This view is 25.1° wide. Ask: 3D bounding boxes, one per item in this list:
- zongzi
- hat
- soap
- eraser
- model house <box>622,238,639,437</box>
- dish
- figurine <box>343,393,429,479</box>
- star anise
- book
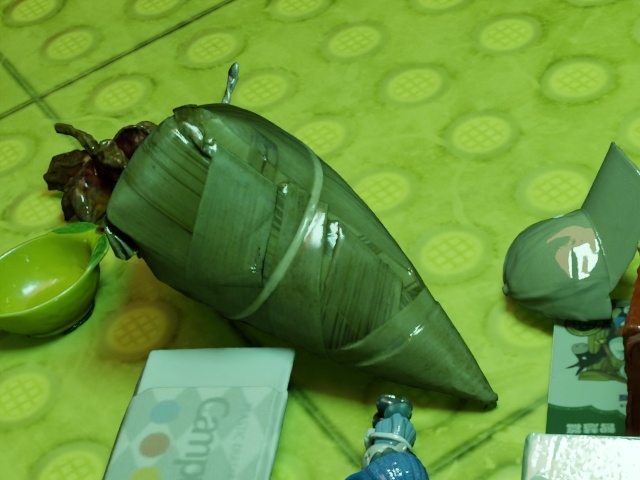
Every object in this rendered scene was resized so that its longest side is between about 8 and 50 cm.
[{"bbox_3d":[-0.013,0.018,1.729,0.218,0.467,0.500,-50,6,8],"label":"zongzi"},{"bbox_3d":[0.270,-0.018,1.577,0.144,0.173,0.166,-7,25,-6],"label":"hat"},{"bbox_3d":[0.280,0.247,1.347,0.183,0.064,0.121,0,63,18],"label":"soap"},{"bbox_3d":[-0.148,0.278,1.467,0.213,0.082,0.396,-2,42,14],"label":"eraser"},{"bbox_3d":[0.406,0.072,1.416,0.196,0.160,0.254,0,41,18],"label":"model house"},{"bbox_3d":[-0.334,0.062,1.781,0.208,0.080,0.149,-31,38,-15],"label":"dish"},{"bbox_3d":[0.071,0.226,1.468,0.087,0.086,0.149,16,33,1],"label":"figurine"},{"bbox_3d":[-0.282,-0.101,1.913,0.212,0.111,0.196,-19,31,5],"label":"star anise"},{"bbox_3d":[0.336,0.158,1.483,0.202,0.027,0.264,-2,42,16],"label":"book"}]
